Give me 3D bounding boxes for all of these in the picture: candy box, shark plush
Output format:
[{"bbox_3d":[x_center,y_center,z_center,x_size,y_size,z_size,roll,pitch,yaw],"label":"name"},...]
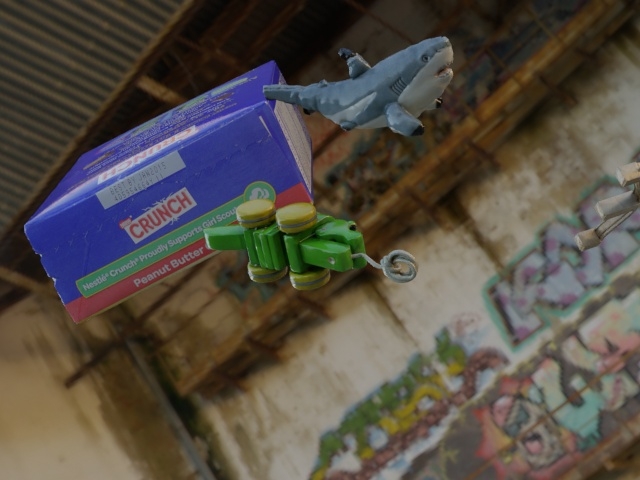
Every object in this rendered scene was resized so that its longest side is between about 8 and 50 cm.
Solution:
[{"bbox_3d":[-0.145,-0.067,1.201,0.268,0.122,0.317,-26,14,7],"label":"candy box"},{"bbox_3d":[0.034,-0.130,0.922,0.073,0.161,0.067,-41,-52,-47],"label":"shark plush"}]

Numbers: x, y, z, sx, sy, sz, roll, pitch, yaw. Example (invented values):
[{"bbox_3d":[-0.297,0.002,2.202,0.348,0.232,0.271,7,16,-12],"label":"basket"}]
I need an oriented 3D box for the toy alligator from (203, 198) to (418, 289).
[{"bbox_3d":[0.000,0.000,0.789,0.051,0.189,0.056,-37,-56,-44],"label":"toy alligator"}]

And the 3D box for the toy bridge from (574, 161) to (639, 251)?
[{"bbox_3d":[0.406,-0.049,1.530,0.063,0.026,0.188,-16,-27,-18],"label":"toy bridge"}]
